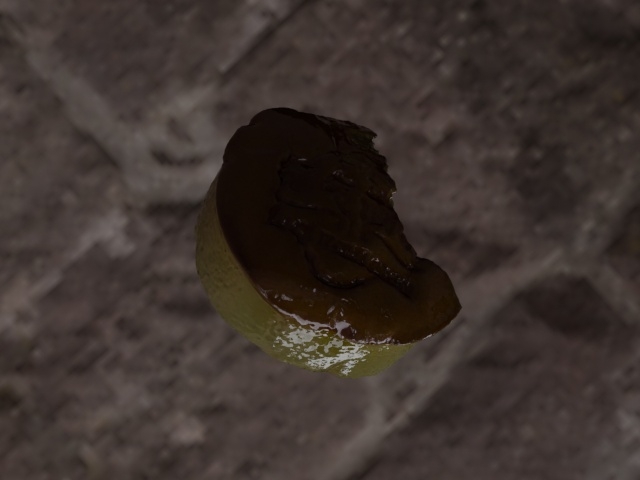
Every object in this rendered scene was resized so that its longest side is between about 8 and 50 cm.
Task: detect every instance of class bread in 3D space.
[{"bbox_3d":[-0.007,0.003,1.091,0.125,0.156,0.086,-9,153,-33],"label":"bread"}]
